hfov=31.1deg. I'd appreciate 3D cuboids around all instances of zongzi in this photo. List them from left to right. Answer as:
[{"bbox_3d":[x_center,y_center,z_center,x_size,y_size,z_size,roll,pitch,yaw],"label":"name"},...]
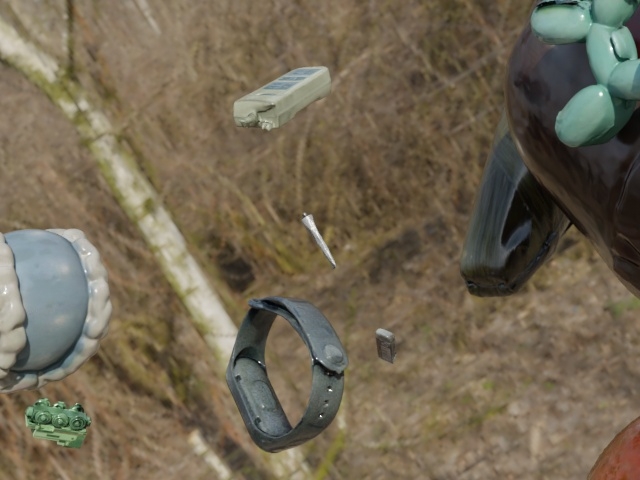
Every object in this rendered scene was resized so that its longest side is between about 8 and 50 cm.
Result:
[{"bbox_3d":[0.225,-0.075,1.335,0.112,0.242,0.221,7,40,32],"label":"zongzi"}]

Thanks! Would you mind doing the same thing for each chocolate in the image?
[{"bbox_3d":[0.353,-0.129,1.077,0.383,0.384,0.331,-35,49,-7],"label":"chocolate"}]

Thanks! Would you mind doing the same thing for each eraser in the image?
[{"bbox_3d":[0.094,0.150,1.636,0.019,0.027,0.099,-59,-20,-24],"label":"eraser"}]

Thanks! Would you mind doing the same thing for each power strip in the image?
[{"bbox_3d":[-0.038,-0.145,1.169,0.047,0.030,0.191,4,22,23],"label":"power strip"}]

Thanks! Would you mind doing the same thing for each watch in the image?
[{"bbox_3d":[-0.047,0.164,1.495,0.193,0.068,0.206,-54,45,33],"label":"watch"}]

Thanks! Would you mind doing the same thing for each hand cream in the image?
[{"bbox_3d":[0.000,0.000,1.663,0.019,0.093,0.030,-31,-6,-9],"label":"hand cream"}]

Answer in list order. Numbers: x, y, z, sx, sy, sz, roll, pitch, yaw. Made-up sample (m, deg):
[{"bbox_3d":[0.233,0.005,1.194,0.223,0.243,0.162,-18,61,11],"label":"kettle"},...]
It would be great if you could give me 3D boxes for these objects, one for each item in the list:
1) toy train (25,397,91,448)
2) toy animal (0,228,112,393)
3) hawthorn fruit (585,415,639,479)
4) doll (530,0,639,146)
[{"bbox_3d":[-0.329,0.228,1.429,0.053,0.083,0.033,-64,29,24],"label":"toy train"},{"bbox_3d":[-0.374,0.069,1.433,0.204,0.208,0.156,3,-31,-45],"label":"toy animal"},{"bbox_3d":[0.380,0.300,1.188,0.235,0.231,0.263,-3,-57,-61],"label":"hawthorn fruit"},{"bbox_3d":[0.236,-0.134,0.869,0.059,0.159,0.158,-6,-15,-30],"label":"doll"}]
